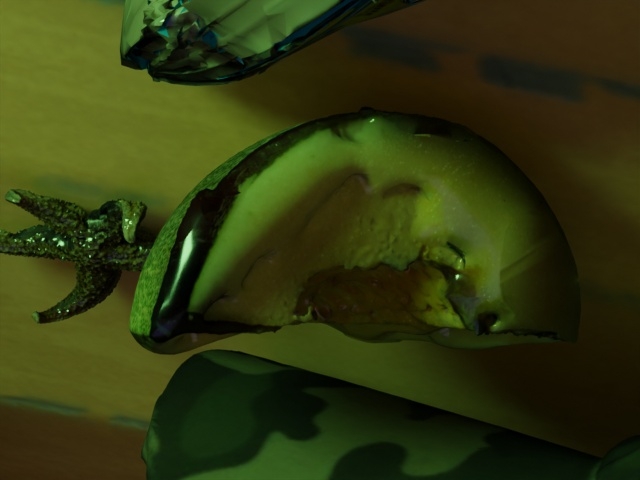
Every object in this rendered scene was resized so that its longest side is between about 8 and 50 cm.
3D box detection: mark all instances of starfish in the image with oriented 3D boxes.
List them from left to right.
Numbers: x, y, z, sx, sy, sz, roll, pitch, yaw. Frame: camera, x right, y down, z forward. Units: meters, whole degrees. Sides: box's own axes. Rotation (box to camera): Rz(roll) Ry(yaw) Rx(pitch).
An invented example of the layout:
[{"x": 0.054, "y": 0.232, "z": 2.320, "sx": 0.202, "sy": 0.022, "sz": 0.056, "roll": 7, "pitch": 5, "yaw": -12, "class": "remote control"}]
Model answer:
[{"x": -0.096, "y": 0.005, "z": 0.682, "sx": 0.091, "sy": 0.028, "sz": 0.078, "roll": 4, "pitch": 142, "yaw": 13, "class": "starfish"}]

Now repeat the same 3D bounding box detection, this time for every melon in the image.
[{"x": 0.000, "y": 0.000, "z": 0.609, "sx": 0.160, "sy": 0.079, "sz": 0.128, "roll": 0, "pitch": 175, "yaw": -28, "class": "melon"}]

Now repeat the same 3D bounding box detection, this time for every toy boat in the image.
[{"x": -0.011, "y": -0.086, "z": 0.491, "sx": 0.084, "sy": 0.066, "sz": 0.210, "roll": 54, "pitch": 146, "yaw": -6, "class": "toy boat"}]

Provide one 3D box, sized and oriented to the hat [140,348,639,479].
[{"x": 0.150, "y": 0.079, "z": 0.654, "sx": 0.381, "sy": 0.257, "sz": 0.366, "roll": 35, "pitch": -175, "yaw": 18, "class": "hat"}]
